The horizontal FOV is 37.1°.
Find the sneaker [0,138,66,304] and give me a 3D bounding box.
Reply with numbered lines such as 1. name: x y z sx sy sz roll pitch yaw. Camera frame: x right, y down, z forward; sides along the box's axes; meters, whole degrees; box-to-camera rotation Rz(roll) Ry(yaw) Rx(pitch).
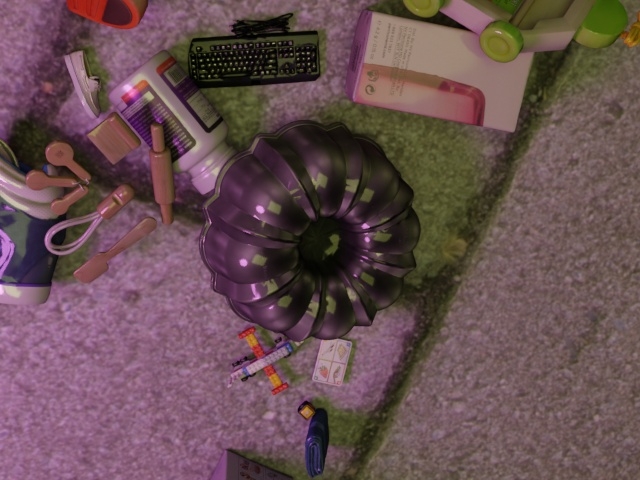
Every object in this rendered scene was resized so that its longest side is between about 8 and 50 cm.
1. sneaker: -0.525 -0.044 1.365 0.322 0.130 0.236 9 94 -3

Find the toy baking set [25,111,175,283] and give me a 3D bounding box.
1. toy baking set: -0.295 -0.060 1.322 0.196 0.030 0.256 -15 129 -12

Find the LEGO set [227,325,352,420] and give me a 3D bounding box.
1. LEGO set: -0.036 0.157 1.475 0.182 0.060 0.244 13 99 -7

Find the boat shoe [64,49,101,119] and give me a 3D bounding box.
1. boat shoe: -0.334 -0.225 1.375 0.035 0.035 0.100 -19 97 3

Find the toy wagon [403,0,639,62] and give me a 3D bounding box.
1. toy wagon: 0.274 -0.346 1.281 0.344 0.068 0.267 33 61 6

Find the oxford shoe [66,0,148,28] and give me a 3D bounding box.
1. oxford shoe: -0.384 -0.420 1.301 0.363 0.130 0.133 27 67 -3

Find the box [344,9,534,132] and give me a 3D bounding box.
1. box: 0.162 -0.241 1.348 0.232 0.148 0.127 10 103 -6

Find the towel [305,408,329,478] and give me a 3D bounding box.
1. towel: -0.006 0.313 1.484 0.029 0.119 0.067 -1 104 6

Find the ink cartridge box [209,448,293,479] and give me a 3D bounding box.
1. ink cartridge box: -0.147 0.512 1.422 0.130 0.309 0.272 25 101 -10

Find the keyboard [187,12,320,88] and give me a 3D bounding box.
1. keyboard: -0.097 -0.273 1.379 0.192 0.038 0.100 -5 103 -4

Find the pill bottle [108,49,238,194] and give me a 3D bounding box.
1. pill bottle: -0.200 -0.164 1.360 0.108 0.108 0.193 -38 103 5

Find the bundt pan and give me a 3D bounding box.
1. bundt pan: 0.000 0.000 1.356 0.330 0.124 0.331 -6 109 -19
